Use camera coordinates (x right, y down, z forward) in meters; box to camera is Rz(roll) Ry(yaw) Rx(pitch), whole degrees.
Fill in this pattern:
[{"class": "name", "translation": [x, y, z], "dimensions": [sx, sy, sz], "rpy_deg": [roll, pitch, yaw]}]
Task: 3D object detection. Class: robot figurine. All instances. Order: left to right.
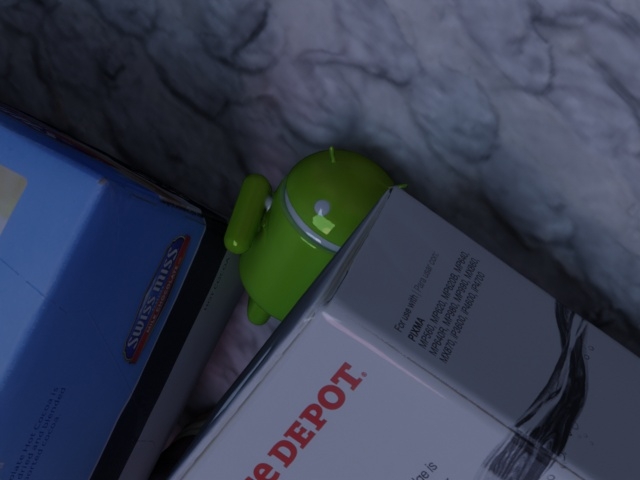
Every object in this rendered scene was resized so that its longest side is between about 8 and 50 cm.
[{"class": "robot figurine", "translation": [0.000, 0.000, 0.963], "dimensions": [0.101, 0.067, 0.115], "rpy_deg": [24, 128, -12]}]

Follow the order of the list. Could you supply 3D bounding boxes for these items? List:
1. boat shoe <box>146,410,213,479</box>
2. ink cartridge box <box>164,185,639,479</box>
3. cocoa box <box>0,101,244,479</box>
[{"class": "boat shoe", "translation": [0.010, 0.211, 1.038], "dimensions": [0.285, 0.092, 0.103], "rpy_deg": [39, 128, 12]}, {"class": "ink cartridge box", "translation": [0.078, 0.134, 0.910], "dimensions": [0.273, 0.114, 0.197], "rpy_deg": [35, 127, -5]}, {"class": "cocoa box", "translation": [-0.230, 0.090, 0.957], "dimensions": [0.231, 0.228, 0.347], "rpy_deg": [27, 91, 20]}]
